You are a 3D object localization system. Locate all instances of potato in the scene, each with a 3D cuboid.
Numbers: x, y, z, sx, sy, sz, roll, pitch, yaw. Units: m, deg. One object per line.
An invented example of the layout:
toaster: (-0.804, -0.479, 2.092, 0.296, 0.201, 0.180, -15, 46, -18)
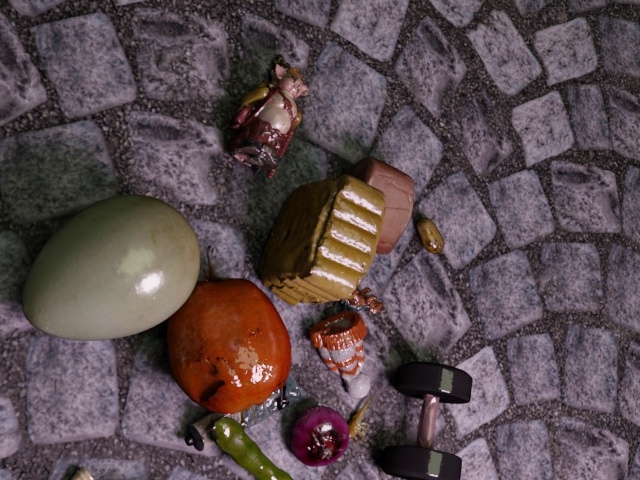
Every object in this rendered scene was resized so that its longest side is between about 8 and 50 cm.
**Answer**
potato: (0.230, -0.009, 1.923, 0.083, 0.040, 0.051, 61, 35, -2)

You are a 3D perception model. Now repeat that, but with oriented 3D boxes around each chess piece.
chess piece: (-0.407, 0.402, 1.453, 0.092, 0.035, 0.035, -35, 100, -28)

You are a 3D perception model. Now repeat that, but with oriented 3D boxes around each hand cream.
hand cream: (-0.140, 0.303, 1.637, 0.248, 0.052, 0.075, -27, 119, -38)

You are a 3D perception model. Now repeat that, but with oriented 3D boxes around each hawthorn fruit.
hawthorn fruit: (-0.164, 0.147, 1.559, 0.211, 0.211, 0.299, -5, 74, -33)

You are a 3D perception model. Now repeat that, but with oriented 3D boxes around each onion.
onion: (0.000, 0.362, 1.676, 0.115, 0.104, 0.115, -5, 114, -12)

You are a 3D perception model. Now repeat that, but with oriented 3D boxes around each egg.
egg: (-0.333, 0.048, 1.454, 0.295, 0.218, 0.218, -26, 96, -23)

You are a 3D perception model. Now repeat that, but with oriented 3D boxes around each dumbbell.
dumbbell: (0.209, 0.357, 1.778, 0.152, 0.152, 0.218, 21, 71, -28)

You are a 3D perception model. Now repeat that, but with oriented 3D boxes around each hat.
hat: (0.050, 0.226, 1.754, 0.112, 0.093, 0.162, -24, 113, -23)

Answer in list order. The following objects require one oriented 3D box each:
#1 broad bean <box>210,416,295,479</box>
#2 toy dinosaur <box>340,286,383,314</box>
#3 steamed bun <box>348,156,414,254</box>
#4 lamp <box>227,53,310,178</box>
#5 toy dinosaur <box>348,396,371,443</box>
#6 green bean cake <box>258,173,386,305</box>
broad bean: (-0.116, 0.384, 1.605, 0.256, 0.052, 0.052, 50, 36, -34)
toy dinosaur: (0.063, 0.113, 1.789, 0.154, 0.049, 0.055, 18, 113, -29)
steamed bun: (0.109, -0.067, 1.824, 0.145, 0.106, 0.175, 20, 85, -34)
lamp: (-0.086, -0.249, 1.725, 0.118, 0.118, 0.253, 34, 67, -23)
toy dinosaur: (0.077, 0.354, 1.768, 0.041, 0.026, 0.113, 42, 71, 0)
green bean cake: (0.000, 0.000, 1.670, 0.131, 0.224, 0.230, 28, 71, -25)
